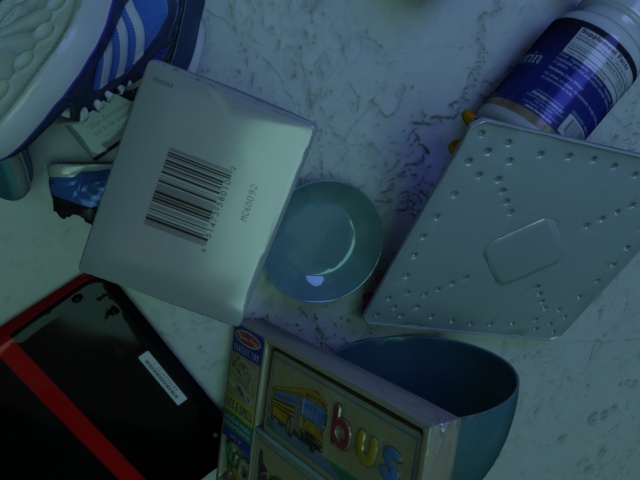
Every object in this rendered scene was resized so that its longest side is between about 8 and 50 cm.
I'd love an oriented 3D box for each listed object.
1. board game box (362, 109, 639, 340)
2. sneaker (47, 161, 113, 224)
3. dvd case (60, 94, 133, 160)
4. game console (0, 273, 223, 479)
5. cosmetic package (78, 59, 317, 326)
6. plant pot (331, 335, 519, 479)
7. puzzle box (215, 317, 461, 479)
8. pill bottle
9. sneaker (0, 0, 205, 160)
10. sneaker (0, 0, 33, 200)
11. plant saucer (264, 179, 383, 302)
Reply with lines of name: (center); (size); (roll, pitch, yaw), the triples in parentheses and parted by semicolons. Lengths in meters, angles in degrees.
board game box: (0.304, 0.003, 0.905); (0.390, 0.050, 0.390); (8, 131, -19)
sneaker: (-0.280, -0.062, 0.787); (0.152, 0.058, 0.084); (-3, 101, -12)
dvd case: (-0.294, -0.254, 0.747); (0.180, 0.022, 0.253); (-36, 113, -4)
game console: (-0.354, 0.279, 0.876); (0.342, 0.060, 0.386); (-36, 114, -11)
cosmetic package: (-0.113, -0.068, 0.660); (0.155, 0.365, 0.196); (21, 100, -6)
plant pot: (0.143, 0.285, 0.887); (0.290, 0.290, 0.195); (-5, 102, -16)
puzzle box: (-0.009, 0.283, 0.774); (0.052, 0.409, 0.272); (4, 96, -38)
pill bottle: (0.375, -0.242, 0.887); (0.153, 0.153, 0.264); (40, 91, -23)
sneaker: (-0.228, -0.179, 0.650); (0.236, 0.130, 0.322); (56, 49, -60)
sneaker: (-0.352, -0.209, 0.668); (0.127, 0.208, 0.319); (21, 141, 14)
plant saucer: (0.000, 0.000, 0.905); (0.195, 0.037, 0.194); (-5, 106, -16)
